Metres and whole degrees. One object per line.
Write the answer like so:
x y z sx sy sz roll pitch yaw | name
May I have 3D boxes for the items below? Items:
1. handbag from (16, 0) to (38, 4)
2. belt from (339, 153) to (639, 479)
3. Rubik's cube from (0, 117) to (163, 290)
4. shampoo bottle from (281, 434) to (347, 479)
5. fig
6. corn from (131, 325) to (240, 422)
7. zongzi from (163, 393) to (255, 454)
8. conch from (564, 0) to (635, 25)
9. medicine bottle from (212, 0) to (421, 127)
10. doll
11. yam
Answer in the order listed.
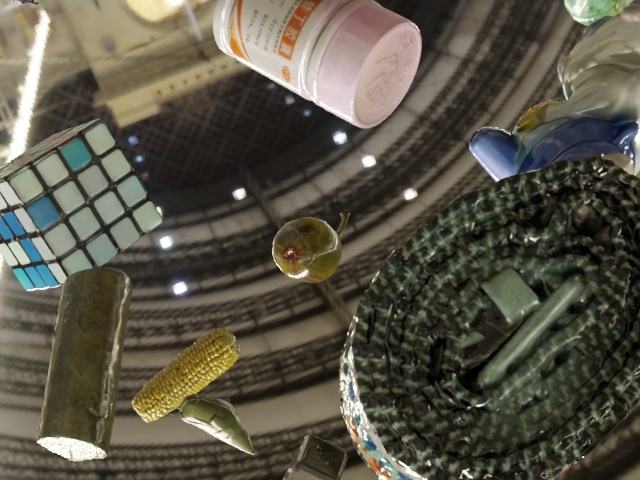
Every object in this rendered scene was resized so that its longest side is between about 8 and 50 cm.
-0.344 -0.381 1.179 0.208 0.228 0.127 -38 159 21 | handbag
0.144 0.070 0.836 0.295 0.207 0.160 -48 168 -18 | belt
-0.319 -0.043 1.365 0.155 0.154 0.151 -40 -161 -33 | Rubik's cube
-0.037 0.432 1.801 0.079 0.246 0.080 25 -146 1 | shampoo bottle
0.000 0.000 2.034 0.124 0.124 0.236 -10 -167 27 | fig
-0.283 0.284 2.324 0.260 0.091 0.091 -37 -159 -15 | corn
-0.196 0.330 1.958 0.062 0.154 0.130 -52 -130 16 | zongzi
0.454 -0.401 1.672 0.176 0.188 0.122 -45 -153 26 | conch
-0.007 -0.348 1.884 0.316 0.202 0.202 31 -134 24 | medicine bottle
0.293 -0.134 1.186 0.365 0.187 0.376 -53 168 -17 | doll
-0.212 0.112 0.993 0.068 0.068 0.169 -10 -119 27 | yam
